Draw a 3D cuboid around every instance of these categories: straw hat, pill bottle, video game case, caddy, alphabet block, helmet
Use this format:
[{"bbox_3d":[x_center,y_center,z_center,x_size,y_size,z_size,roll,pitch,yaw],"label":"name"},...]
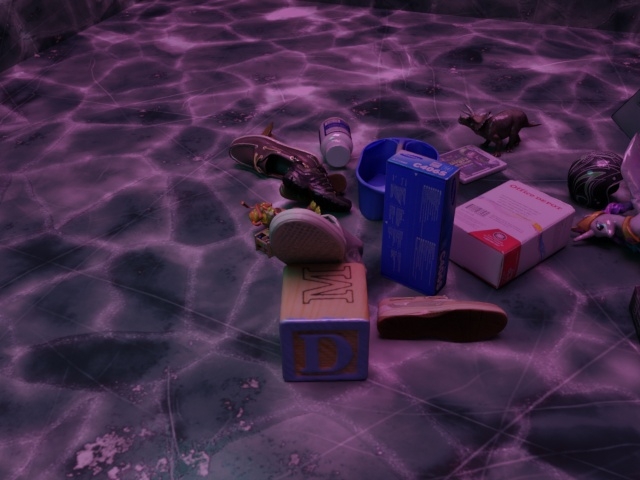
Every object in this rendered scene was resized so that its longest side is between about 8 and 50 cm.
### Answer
[{"bbox_3d":[-0.182,-0.338,2.345,0.061,0.144,0.144,34,33,-16],"label":"straw hat"},{"bbox_3d":[0.053,-0.331,2.290,0.112,0.112,0.186,-2,36,-1],"label":"pill bottle"},{"bbox_3d":[0.494,-0.258,2.251,0.190,0.022,0.173,-21,40,-25],"label":"video game case"},{"bbox_3d":[0.234,-0.201,2.049,0.241,0.179,0.341,6,36,9],"label":"caddy"},{"bbox_3d":[0.009,0.182,1.517,0.193,0.192,0.197,1,37,-1],"label":"alphabet block"},{"bbox_3d":[0.835,-0.192,2.028,0.169,0.161,0.169,-1,36,1],"label":"helmet"}]

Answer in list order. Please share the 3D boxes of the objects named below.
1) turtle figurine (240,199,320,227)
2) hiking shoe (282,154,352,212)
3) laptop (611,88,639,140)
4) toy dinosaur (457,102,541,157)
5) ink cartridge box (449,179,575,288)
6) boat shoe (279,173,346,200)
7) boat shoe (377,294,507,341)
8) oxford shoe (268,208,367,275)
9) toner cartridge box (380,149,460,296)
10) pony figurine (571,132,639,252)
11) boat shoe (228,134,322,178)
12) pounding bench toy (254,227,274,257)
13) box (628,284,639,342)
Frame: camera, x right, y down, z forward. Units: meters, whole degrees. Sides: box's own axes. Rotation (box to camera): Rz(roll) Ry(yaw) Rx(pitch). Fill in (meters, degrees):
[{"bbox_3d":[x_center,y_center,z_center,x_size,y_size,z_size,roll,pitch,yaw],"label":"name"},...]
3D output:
[{"bbox_3d":[-0.113,-0.068,1.939,0.217,0.087,0.269,-2,6,-12],"label":"turtle figurine"},{"bbox_3d":[0.005,-0.171,2.015,0.227,0.086,0.114,28,69,-13],"label":"hiking shoe"},{"bbox_3d":[0.966,-0.261,1.834,0.236,0.408,0.382,-31,77,-21],"label":"laptop"},{"bbox_3d":[0.633,-0.386,2.307,0.314,0.160,0.121,-7,37,-7],"label":"toy dinosaur"},{"bbox_3d":[0.504,-0.026,1.837,0.306,0.131,0.226,-24,41,-30],"label":"ink cartridge box"},{"bbox_3d":[-0.028,-0.159,2.089,0.224,0.080,0.073,-12,-6,-24],"label":"boat shoe"},{"bbox_3d":[0.285,0.172,1.596,0.302,0.109,0.098,-3,37,7],"label":"boat shoe"},{"bbox_3d":[0.000,0.000,1.582,0.169,0.449,0.130,-6,71,19],"label":"oxford shoe"},{"bbox_3d":[0.243,-0.038,1.678,0.165,0.347,0.075,22,41,28],"label":"toner cartridge box"},{"bbox_3d":[0.898,-0.088,1.799,0.351,0.303,0.363,-47,33,-13],"label":"pony figurine"},{"bbox_3d":[-0.160,-0.263,2.205,0.324,0.116,0.096,15,36,13],"label":"boat shoe"},{"bbox_3d":[-0.136,-0.002,1.890,0.083,0.052,0.065,-30,45,-34],"label":"pounding bench toy"},{"bbox_3d":[0.857,0.232,1.515,0.243,0.076,0.307,4,36,8],"label":"box"}]
